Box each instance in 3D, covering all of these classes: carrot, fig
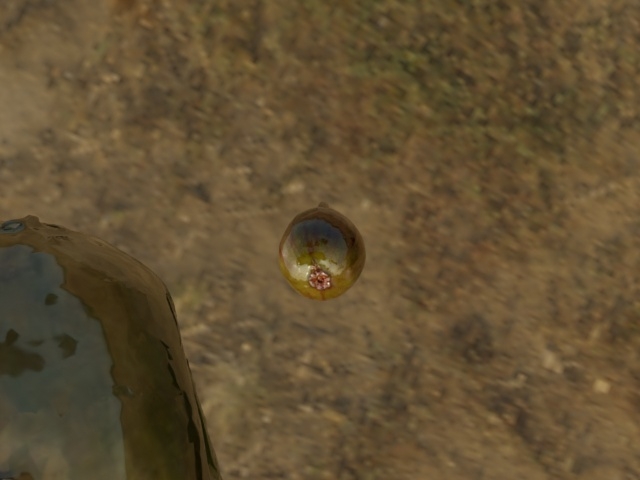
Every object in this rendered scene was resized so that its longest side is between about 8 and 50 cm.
[{"bbox_3d":[-0.212,0.117,0.826,0.340,0.224,0.224,-16,61,-5],"label":"carrot"},{"bbox_3d":[0.000,0.000,1.127,0.050,0.050,0.083,-41,22,19],"label":"fig"}]
